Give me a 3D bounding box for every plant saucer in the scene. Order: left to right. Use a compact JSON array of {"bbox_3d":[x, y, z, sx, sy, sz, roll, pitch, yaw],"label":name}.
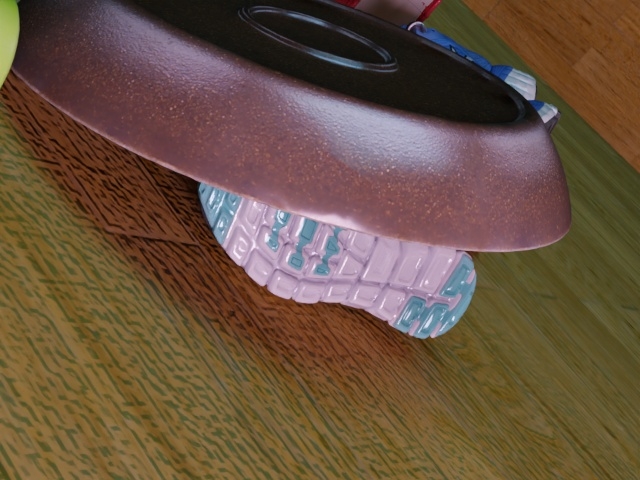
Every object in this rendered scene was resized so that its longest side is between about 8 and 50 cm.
[{"bbox_3d":[-0.007,-0.087,0.576,0.311,0.050,0.310,17,21,-7],"label":"plant saucer"}]

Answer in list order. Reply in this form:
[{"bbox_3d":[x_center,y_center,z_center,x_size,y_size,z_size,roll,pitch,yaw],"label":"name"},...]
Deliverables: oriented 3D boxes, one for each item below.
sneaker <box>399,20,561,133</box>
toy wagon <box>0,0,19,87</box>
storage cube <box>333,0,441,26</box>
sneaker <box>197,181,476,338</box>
[{"bbox_3d":[0.099,-0.096,0.911,0.147,0.129,0.330,26,17,-4],"label":"sneaker"},{"bbox_3d":[-0.256,-0.163,0.378,0.267,0.068,0.344,23,25,-46],"label":"toy wagon"},{"bbox_3d":[0.002,-0.263,0.945,0.193,0.183,0.215,45,19,12],"label":"storage cube"},{"bbox_3d":[0.000,0.000,0.569,0.166,0.065,0.076,29,2,-33],"label":"sneaker"}]
